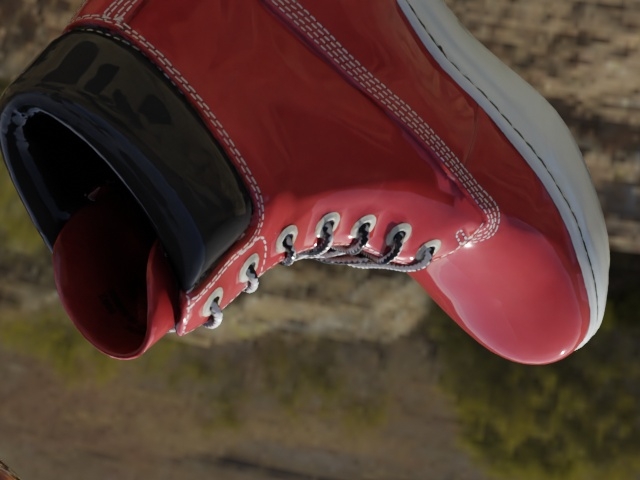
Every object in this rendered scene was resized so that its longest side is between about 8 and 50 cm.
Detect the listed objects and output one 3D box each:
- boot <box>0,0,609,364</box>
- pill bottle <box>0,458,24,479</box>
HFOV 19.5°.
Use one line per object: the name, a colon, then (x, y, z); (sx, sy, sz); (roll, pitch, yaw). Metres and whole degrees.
boot: (0.000, 0.000, 0.593); (0.088, 0.176, 0.244); (-7, 135, 40)
pill bottle: (-0.117, 0.083, 0.480); (0.086, 0.086, 0.152); (31, 177, -33)
